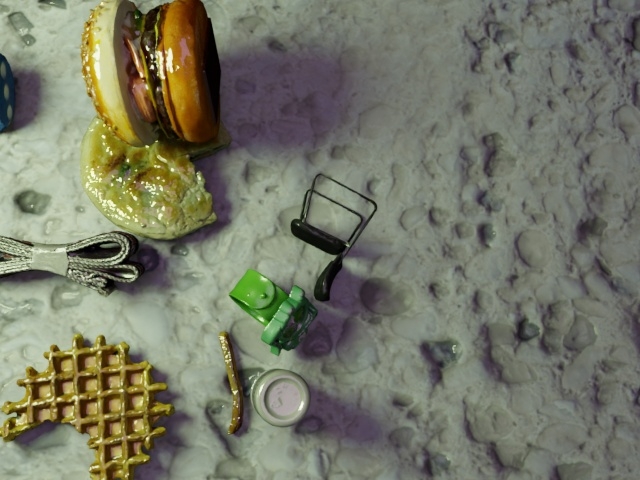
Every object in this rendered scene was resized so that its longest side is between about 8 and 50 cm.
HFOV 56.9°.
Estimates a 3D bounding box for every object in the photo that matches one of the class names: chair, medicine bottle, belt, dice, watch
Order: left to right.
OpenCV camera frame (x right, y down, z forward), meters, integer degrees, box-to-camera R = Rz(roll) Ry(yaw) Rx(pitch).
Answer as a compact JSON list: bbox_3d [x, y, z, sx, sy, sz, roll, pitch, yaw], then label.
[{"bbox_3d":[-0.693,-0.299,1.160,0.143,0.146,0.146,1,78,-12],"label":"dice"},{"bbox_3d":[-0.528,0.033,1.143,0.359,0.094,0.126,4,94,-8],"label":"belt"},{"bbox_3d":[-0.107,0.140,1.194,0.152,0.165,0.131,29,75,22],"label":"watch"},{"bbox_3d":[-0.080,0.299,1.136,0.105,0.168,0.105,2,79,-10],"label":"medicine bottle"},{"bbox_3d":[0.000,0.000,1.232,0.145,0.140,0.221,26,78,-4],"label":"chair"}]

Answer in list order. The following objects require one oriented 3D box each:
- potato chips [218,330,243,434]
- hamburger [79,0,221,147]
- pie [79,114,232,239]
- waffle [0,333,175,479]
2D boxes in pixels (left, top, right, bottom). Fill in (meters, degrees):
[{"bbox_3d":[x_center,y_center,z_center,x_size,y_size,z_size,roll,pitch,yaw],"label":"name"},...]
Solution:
[{"bbox_3d":[-0.180,0.285,1.195,0.037,0.026,0.204,-9,81,2],"label":"potato chips"},{"bbox_3d":[-0.308,-0.313,1.102,0.225,0.291,0.291,-4,79,2],"label":"hamburger"},{"bbox_3d":[-0.347,-0.159,1.229,0.337,0.075,0.338,2,75,-9],"label":"pie"},{"bbox_3d":[-0.431,0.318,1.124,0.292,0.069,0.260,33,72,0],"label":"waffle"}]
